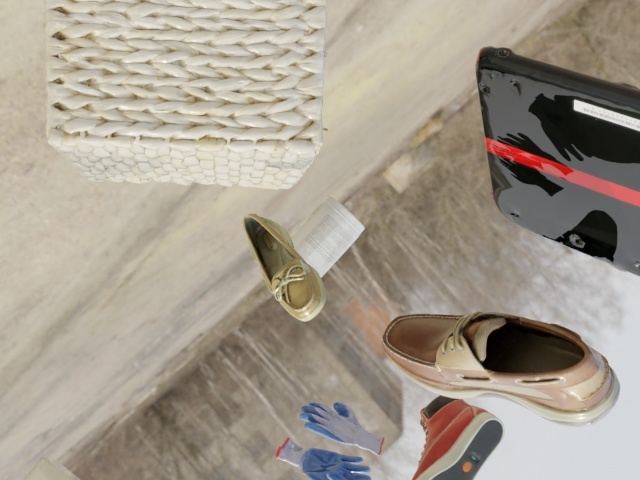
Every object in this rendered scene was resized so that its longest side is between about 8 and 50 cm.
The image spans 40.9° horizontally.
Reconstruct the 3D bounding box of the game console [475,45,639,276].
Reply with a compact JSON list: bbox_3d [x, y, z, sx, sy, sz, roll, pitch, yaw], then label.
[{"bbox_3d":[0.383,-0.078,1.093,0.060,0.386,0.342,-51,147,-22],"label":"game console"}]

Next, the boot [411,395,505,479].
[{"bbox_3d":[0.202,0.390,1.557,0.244,0.088,0.176,-47,-154,-11],"label":"boot"}]

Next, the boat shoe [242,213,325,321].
[{"bbox_3d":[-0.044,0.028,0.952,0.056,0.153,0.048,-42,138,15],"label":"boat shoe"}]

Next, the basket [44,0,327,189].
[{"bbox_3d":[-0.164,-0.216,1.069,0.328,0.267,0.331,1,176,-8],"label":"basket"}]

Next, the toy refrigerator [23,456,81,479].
[{"bbox_3d":[-0.460,0.463,1.279,0.269,0.094,0.102,-52,175,-18],"label":"toy refrigerator"}]

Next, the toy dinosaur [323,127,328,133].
[{"bbox_3d":[-0.072,-0.159,1.572,0.183,0.053,0.092,-38,173,-9],"label":"toy dinosaur"}]

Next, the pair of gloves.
[{"bbox_3d":[0.023,0.339,1.429,0.198,0.159,0.023,-52,162,-57],"label":"pair of gloves"}]

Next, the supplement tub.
[{"bbox_3d":[0.000,0.000,1.156,0.107,0.071,0.071,-47,177,-1],"label":"supplement tub"}]

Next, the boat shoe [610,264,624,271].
[{"bbox_3d":[0.464,-0.070,1.492,0.089,0.285,0.105,-34,163,-24],"label":"boat shoe"}]

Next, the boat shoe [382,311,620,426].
[{"bbox_3d":[0.216,0.136,1.099,0.324,0.116,0.123,6,-126,37],"label":"boat shoe"}]
